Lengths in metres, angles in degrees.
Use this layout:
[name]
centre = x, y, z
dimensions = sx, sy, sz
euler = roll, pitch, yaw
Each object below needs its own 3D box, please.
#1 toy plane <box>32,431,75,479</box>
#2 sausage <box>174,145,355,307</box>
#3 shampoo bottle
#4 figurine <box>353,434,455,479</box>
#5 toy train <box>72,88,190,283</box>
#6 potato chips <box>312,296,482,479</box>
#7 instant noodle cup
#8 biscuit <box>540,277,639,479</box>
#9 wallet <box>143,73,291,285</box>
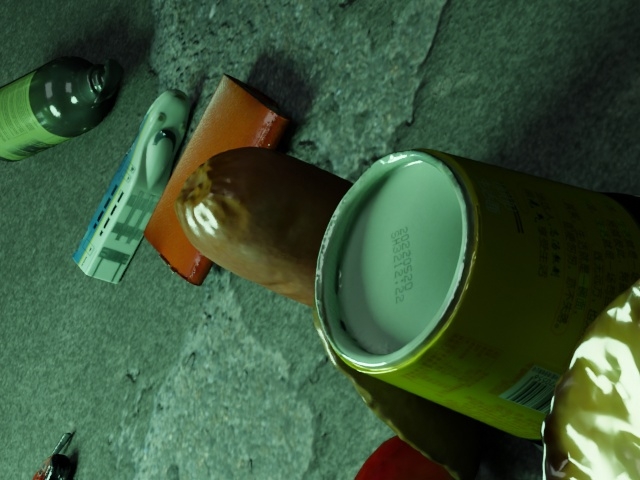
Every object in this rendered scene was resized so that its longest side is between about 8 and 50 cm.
[toy plane]
centre = -0.321, 0.290, 1.538
dimensions = 0.145, 0.037, 0.060
euler = -59, 34, 12
[sausage]
centre = 0.000, 0.000, 1.082
dimensions = 0.114, 0.259, 0.113
euler = -25, 53, 39
[shampoo bottle]
centre = -0.340, -0.175, 1.727
dimensions = 0.284, 0.101, 0.101
euler = -14, 63, 48
[figurine]
centre = -0.009, 0.307, 1.010
dimensions = 0.270, 0.261, 0.211
euler = -42, 72, 30
[toy train]
centre = -0.208, -0.064, 1.549
dimensions = 0.233, 0.052, 0.051
euler = -60, 40, 12
[potato chips]
centre = 0.069, 0.094, 1.008
dimensions = 0.049, 0.201, 0.150
euler = -27, 23, 20
[instant noodle cup]
centre = 0.131, 0.041, 0.916
dimensions = 0.216, 0.236, 0.215
euler = -23, 59, 45
[biscuit]
centre = 0.251, 0.140, 0.707
dimensions = 0.296, 0.102, 0.296
euler = 18, 112, 51
[wallet]
centre = -0.111, -0.065, 1.431
dimensions = 0.204, 0.045, 0.142
euler = -62, 35, 10
